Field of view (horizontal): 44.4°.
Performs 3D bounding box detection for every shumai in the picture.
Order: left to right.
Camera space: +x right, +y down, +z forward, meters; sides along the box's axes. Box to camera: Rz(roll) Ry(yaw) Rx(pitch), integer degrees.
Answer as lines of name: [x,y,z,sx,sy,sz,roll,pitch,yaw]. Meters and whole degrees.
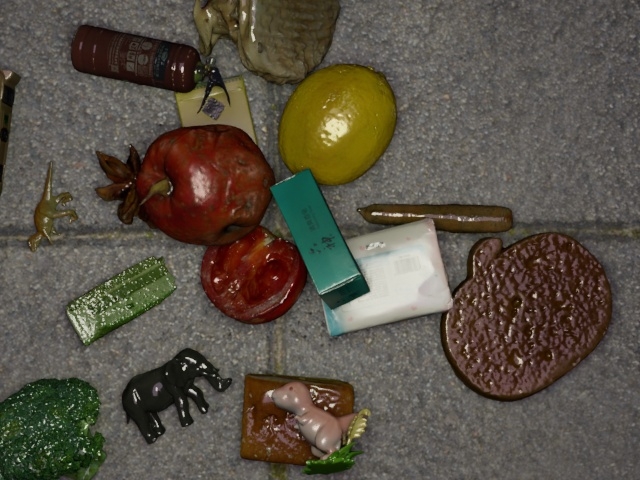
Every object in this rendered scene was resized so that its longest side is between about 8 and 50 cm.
shumai: [-0.131,-0.469,1.661,0.314,0.262,0.267,-34,124,-43]

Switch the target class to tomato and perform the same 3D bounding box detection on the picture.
tomato: [-0.129,0.084,1.648,0.233,0.139,0.200,34,81,33]

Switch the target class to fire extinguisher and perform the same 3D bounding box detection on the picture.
fire extinguisher: [-0.344,-0.353,1.637,0.343,0.102,0.138,13,81,5]

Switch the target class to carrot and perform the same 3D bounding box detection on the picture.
carrot: [0.249,-0.051,1.716,0.342,0.070,0.070,3,88,2]

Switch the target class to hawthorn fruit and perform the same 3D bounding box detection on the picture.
hawthorn fruit: [-0.226,-0.114,1.552,0.261,0.258,0.258,34,86,-38]

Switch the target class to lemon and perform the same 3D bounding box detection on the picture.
lemon: [0.035,-0.241,1.624,0.235,0.236,0.263,24,70,-3]

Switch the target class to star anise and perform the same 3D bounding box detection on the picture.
star anise: [-0.378,-0.105,1.650,0.196,0.111,0.212,-17,58,-23]

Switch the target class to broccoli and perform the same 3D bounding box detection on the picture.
broccoli: [-0.553,0.402,1.585,0.269,0.261,0.241,-50,131,-1]

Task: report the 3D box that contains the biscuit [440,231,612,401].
biscuit: [0.439,0.149,1.719,0.394,0.070,0.351,-30,87,-4]

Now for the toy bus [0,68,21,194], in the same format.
toy bus: [-0.721,-0.233,1.616,0.157,0.139,0.290,7,89,-7]

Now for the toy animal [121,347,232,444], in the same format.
toy animal: [-0.307,0.319,1.639,0.245,0.114,0.146,-26,91,-4]

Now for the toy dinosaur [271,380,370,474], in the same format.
toy dinosaur: [0.003,0.371,1.568,0.194,0.152,0.177,-5,64,0]

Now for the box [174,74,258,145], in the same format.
box: [-0.212,-0.207,1.697,0.152,0.041,0.279,-13,89,-3]

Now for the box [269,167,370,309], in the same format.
box: [0.000,0.000,1.545,0.092,0.153,0.245,-27,70,2]

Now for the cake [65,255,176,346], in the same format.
cake: [-0.419,0.124,1.647,0.235,0.099,0.100,-31,92,-5]

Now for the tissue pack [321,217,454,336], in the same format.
tissue pack: [0.129,0.080,1.654,0.270,0.124,0.202,-14,88,7]

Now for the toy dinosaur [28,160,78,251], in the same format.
toy dinosaur: [-0.591,-0.070,1.670,0.126,0.039,0.162,-27,89,-3]

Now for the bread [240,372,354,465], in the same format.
bread: [-0.050,0.378,1.658,0.234,0.110,0.184,5,89,-4]
